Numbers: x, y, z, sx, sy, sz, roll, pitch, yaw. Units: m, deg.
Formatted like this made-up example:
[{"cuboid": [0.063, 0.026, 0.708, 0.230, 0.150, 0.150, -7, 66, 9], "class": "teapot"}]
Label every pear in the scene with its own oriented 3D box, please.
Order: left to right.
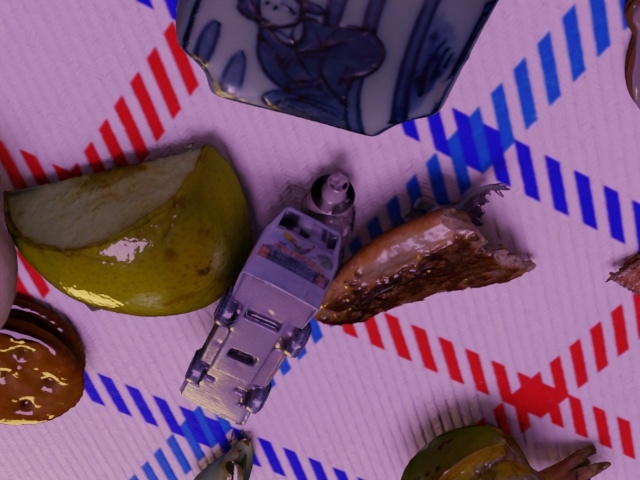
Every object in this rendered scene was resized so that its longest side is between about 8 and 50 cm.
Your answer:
[{"cuboid": [-0.210, 0.031, 1.709, 0.288, 0.139, 0.239, -11, 143, 19], "class": "pear"}]

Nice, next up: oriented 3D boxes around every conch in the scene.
[{"cuboid": [-0.138, 0.350, 2.079, 0.079, 0.106, 0.170, 13, 132, -15], "class": "conch"}]

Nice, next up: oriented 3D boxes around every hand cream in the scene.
[{"cuboid": [0.000, -0.003, 1.727, 0.084, 0.050, 0.257, 8, 146, -2], "class": "hand cream"}]

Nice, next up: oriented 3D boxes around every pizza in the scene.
[{"cuboid": [0.406, 0.029, 1.740, 0.100, 0.029, 0.099, 20, 127, -19], "class": "pizza"}]

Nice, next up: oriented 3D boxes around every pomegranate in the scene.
[{"cuboid": [0.250, 0.357, 1.982, 0.301, 0.236, 0.236, -8, 143, -26], "class": "pomegranate"}]

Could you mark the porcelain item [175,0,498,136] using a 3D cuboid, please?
[{"cuboid": [0.018, -0.248, 1.383, 0.285, 0.157, 0.281, 15, 135, -13], "class": "porcelain item"}]

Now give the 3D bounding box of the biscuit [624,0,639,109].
[{"cuboid": [0.398, -0.188, 1.490, 0.181, 0.049, 0.208, 0, 135, 7], "class": "biscuit"}]

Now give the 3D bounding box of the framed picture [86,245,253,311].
[{"cuboid": [-0.227, -0.003, 1.773, 0.250, 0.016, 0.184, -18, 132, 24], "class": "framed picture"}]

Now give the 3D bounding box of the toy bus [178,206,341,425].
[{"cuboid": [-0.074, 0.097, 1.740, 0.109, 0.136, 0.330, 26, 145, -4], "class": "toy bus"}]

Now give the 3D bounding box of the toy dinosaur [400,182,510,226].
[{"cuboid": [0.151, -0.027, 1.687, 0.082, 0.039, 0.209, 22, 147, -30], "class": "toy dinosaur"}]

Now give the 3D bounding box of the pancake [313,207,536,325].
[{"cuboid": [0.133, 0.032, 1.722, 0.244, 0.057, 0.266, -2, 158, -29], "class": "pancake"}]

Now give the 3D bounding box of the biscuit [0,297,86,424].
[{"cuboid": [-0.417, 0.159, 1.928, 0.220, 0.066, 0.220, 3, 136, 2], "class": "biscuit"}]

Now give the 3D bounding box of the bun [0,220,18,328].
[{"cuboid": [-0.529, 0.030, 1.638, 0.361, 0.213, 0.361, 14, 146, 10], "class": "bun"}]
